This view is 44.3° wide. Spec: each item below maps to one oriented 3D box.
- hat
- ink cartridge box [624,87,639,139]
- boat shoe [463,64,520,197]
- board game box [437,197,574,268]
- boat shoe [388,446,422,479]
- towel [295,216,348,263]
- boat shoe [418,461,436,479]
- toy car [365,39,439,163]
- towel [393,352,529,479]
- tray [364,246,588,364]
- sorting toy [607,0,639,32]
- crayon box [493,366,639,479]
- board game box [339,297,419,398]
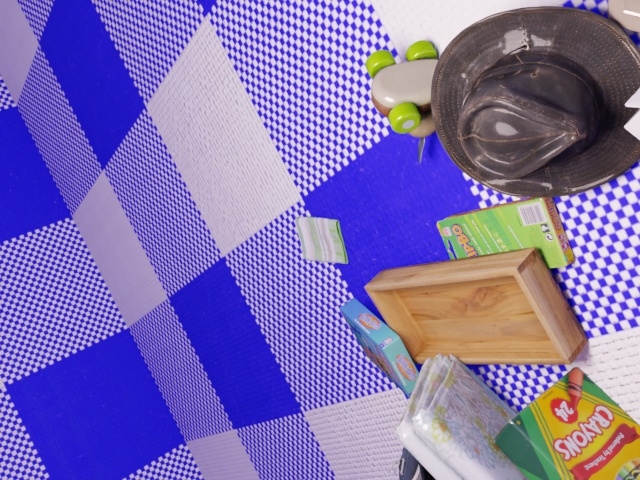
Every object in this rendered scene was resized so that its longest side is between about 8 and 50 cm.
[{"bbox_3d":[0.299,-0.174,1.128,0.331,0.134,0.331,13,124,21],"label":"hat"},{"bbox_3d":[0.476,-0.161,1.011,0.143,0.092,0.090,41,155,9],"label":"ink cartridge box"},{"bbox_3d":[0.286,-0.205,1.280,0.285,0.103,0.092,62,174,-19],"label":"boat shoe"},{"bbox_3d":[0.323,-0.001,1.407,0.259,0.039,0.124,-14,101,53],"label":"board game box"},{"bbox_3d":[0.217,0.516,1.825,0.079,0.095,0.254,34,134,34],"label":"boat shoe"},{"bbox_3d":[0.000,0.000,1.849,0.152,0.023,0.113,5,116,52],"label":"towel"},{"bbox_3d":[0.292,0.556,1.696,0.187,0.156,0.500,14,123,44],"label":"boat shoe"},{"bbox_3d":[0.161,-0.229,1.400,0.188,0.149,0.155,87,166,-59],"label":"toy car"},{"bbox_3d":[0.303,0.390,1.395,0.374,0.320,0.090,44,112,4],"label":"towel"},{"bbox_3d":[0.279,0.134,1.488,0.411,0.076,0.203,-13,114,54],"label":"tray"},{"bbox_3d":[0.454,-0.339,0.991,0.196,0.047,0.348,37,152,41],"label":"sorting toy"},{"bbox_3d":[0.474,0.386,1.307,0.318,0.202,0.081,46,142,24],"label":"crayon box"},{"bbox_3d":[0.134,0.232,1.707,0.160,0.047,0.210,61,169,-30],"label":"board game box"}]
